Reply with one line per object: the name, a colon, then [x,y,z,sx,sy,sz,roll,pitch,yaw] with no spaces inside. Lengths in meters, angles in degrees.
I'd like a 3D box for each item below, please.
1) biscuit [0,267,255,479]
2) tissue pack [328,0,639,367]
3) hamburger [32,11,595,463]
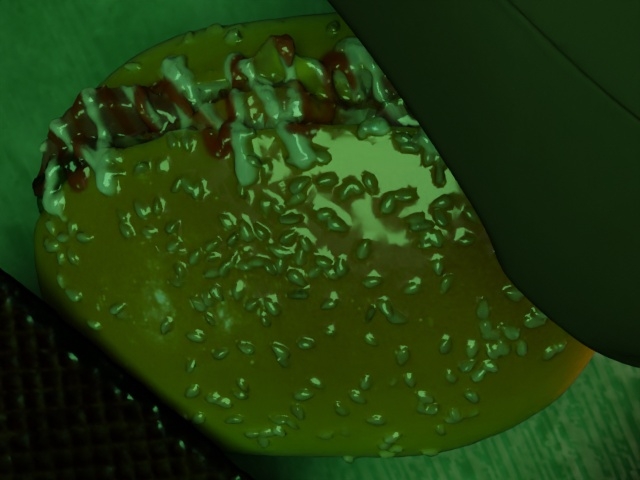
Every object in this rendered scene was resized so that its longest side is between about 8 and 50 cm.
biscuit: [-0.120,0.120,0.629,0.252,0.106,0.070,42,145,-8]
tissue pack: [0.127,-0.172,0.489,0.267,0.277,0.387,-19,61,-27]
hamburger: [0.000,0.000,0.661,0.295,0.151,0.227,-5,99,6]
